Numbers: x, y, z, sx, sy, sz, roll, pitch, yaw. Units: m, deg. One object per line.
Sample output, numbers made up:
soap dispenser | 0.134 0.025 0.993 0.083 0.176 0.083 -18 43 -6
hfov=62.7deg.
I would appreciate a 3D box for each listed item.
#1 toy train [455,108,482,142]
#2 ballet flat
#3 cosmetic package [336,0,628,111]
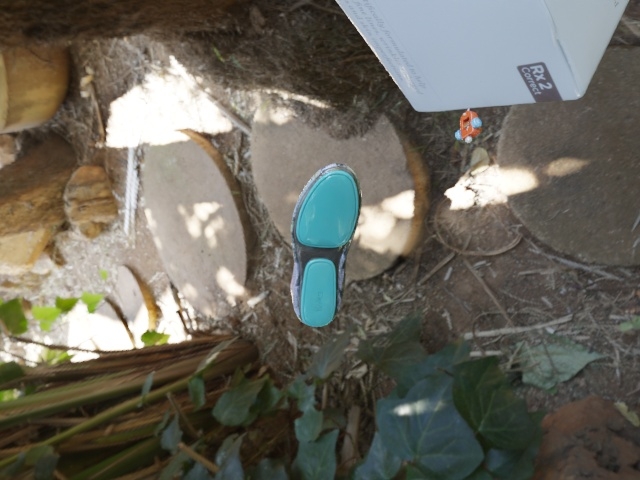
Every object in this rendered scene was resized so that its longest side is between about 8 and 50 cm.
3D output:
toy train | 0.318 -0.259 0.980 0.166 0.046 0.125 139 136 -55
ballet flat | 0.000 0.000 0.330 0.041 0.041 0.114 29 126 31
cosmetic package | 0.129 -0.216 0.385 0.151 0.183 0.151 12 155 51
